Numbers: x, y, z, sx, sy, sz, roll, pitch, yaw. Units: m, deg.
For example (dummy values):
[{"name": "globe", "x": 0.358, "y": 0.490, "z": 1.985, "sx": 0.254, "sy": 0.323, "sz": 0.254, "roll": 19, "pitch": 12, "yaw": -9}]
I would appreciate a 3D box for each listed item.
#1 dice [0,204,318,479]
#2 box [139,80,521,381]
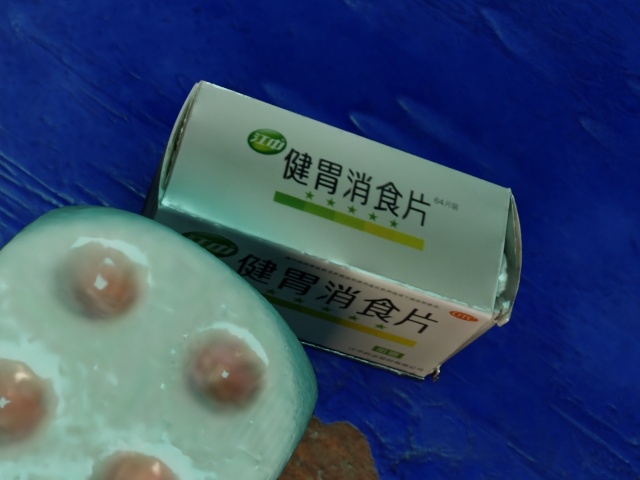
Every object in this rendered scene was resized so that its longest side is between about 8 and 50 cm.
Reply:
[{"name": "dice", "x": -0.176, "y": 0.153, "z": 0.967, "sx": 0.262, "sy": 0.265, "sz": 0.268, "roll": 35, "pitch": 59, "yaw": 0}, {"name": "box", "x": 0.002, "y": 0.001, "z": 1.154, "sx": 0.332, "sy": 0.173, "sz": 0.145, "roll": 18, "pitch": 61, "yaw": -10}]
